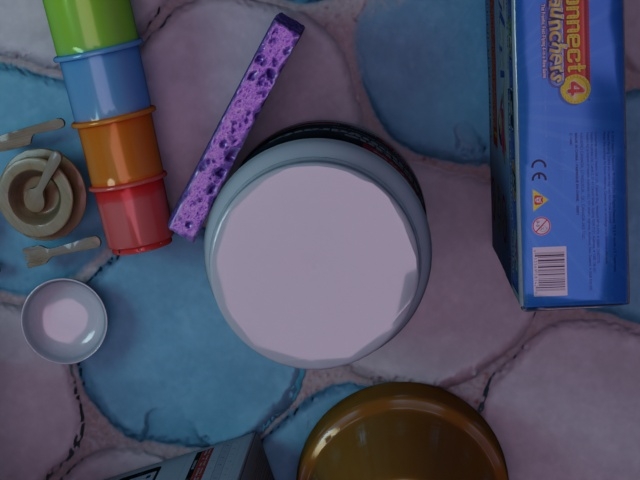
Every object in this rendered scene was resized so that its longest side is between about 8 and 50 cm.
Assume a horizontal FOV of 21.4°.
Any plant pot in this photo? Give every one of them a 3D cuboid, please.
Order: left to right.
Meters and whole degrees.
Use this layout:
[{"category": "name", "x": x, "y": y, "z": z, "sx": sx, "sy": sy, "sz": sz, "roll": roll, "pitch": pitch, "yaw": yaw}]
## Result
[{"category": "plant pot", "x": 0.075, "y": 0.250, "z": 1.548, "sx": 0.205, "sy": 0.188, "sz": 0.205, "roll": 0, "pitch": 99, "yaw": 2}]

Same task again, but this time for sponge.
[{"category": "sponge", "x": -0.075, "y": -0.105, "z": 1.534, "sx": 0.031, "sy": 0.117, "sz": 0.210, "roll": 28, "pitch": 99, "yaw": -5}]

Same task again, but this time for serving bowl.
[{"category": "serving bowl", "x": -0.242, "y": 0.074, "z": 1.614, "sx": 0.083, "sy": 0.027, "sz": 0.083, "roll": 0, "pitch": 100, "yaw": 2}]

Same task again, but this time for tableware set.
[{"category": "tableware set", "x": -0.311, "y": -0.027, "z": 1.578, "sx": 0.194, "sy": 0.039, "sz": 0.128, "roll": -14, "pitch": 98, "yaw": 15}]

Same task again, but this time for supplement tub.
[{"category": "supplement tub", "x": 0.000, "y": 0.000, "z": 1.469, "sx": 0.191, "sy": 0.272, "sz": 0.191, "roll": 0, "pitch": 99, "yaw": 2}]

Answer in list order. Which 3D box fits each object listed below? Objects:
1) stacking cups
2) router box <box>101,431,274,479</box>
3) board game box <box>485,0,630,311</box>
[{"category": "stacking cups", "x": -0.195, "y": -0.144, "z": 1.542, "sx": 0.096, "sy": 0.096, "sz": 0.316, "roll": -12, "pitch": 98, "yaw": 4}, {"category": "router box", "x": -0.197, "y": 0.292, "z": 1.494, "sx": 0.301, "sy": 0.335, "sz": 0.082, "roll": -18, "pitch": 98, "yaw": 6}, {"category": "board game box", "x": 0.193, "y": -0.120, "z": 1.428, "sx": 0.086, "sy": 0.302, "sz": 0.308, "roll": -2, "pitch": 100, "yaw": 2}]
